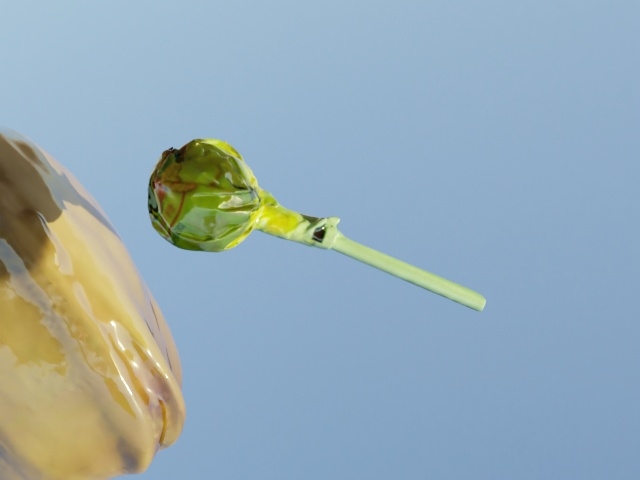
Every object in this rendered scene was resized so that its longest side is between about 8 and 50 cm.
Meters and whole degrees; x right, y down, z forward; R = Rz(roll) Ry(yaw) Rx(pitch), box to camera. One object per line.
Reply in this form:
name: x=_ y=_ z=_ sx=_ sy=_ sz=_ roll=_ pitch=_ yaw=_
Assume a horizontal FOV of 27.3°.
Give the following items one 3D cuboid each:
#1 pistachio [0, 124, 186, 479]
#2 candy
pistachio: x=-0.191 y=0.037 z=0.820 sx=0.213 sy=0.260 sz=0.163 roll=-5 pitch=-156 yaw=47
candy: x=0.000 y=0.000 z=0.702 sx=0.194 sy=0.058 sz=0.062 roll=21 pitch=-118 yaw=-9
